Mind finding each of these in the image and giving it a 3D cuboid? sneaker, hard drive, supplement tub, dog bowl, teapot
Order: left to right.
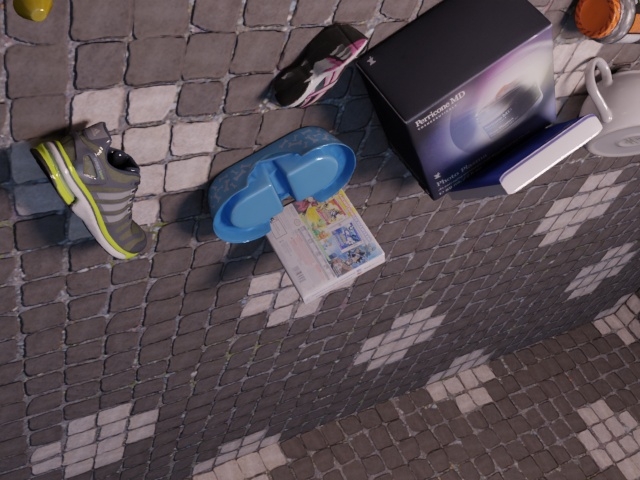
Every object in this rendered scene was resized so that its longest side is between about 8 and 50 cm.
[{"bbox_3d":[-0.333,-0.071,1.167,0.121,0.111,0.300,-33,152,-8],"label":"sneaker"},{"bbox_3d":[-0.079,-0.110,1.375,0.297,0.074,0.166,-29,150,-4],"label":"dog bowl"},{"bbox_3d":[0.006,-0.286,1.216,0.178,0.071,0.077,-34,163,19],"label":"sneaker"},{"bbox_3d":[0.381,-0.154,1.426,0.210,0.040,0.319,-35,-175,-5],"label":"hard drive"},{"bbox_3d":[0.606,-0.453,1.462,0.191,0.117,0.117,-9,143,-33],"label":"supplement tub"},{"bbox_3d":[0.718,-0.318,1.710,0.253,0.186,0.256,-4,166,3],"label":"teapot"}]

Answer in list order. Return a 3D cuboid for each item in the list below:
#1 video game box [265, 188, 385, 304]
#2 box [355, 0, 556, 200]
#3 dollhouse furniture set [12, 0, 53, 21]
[{"bbox_3d":[0.000,0.000,1.480,0.187,0.205,0.048,-29,154,-5],"label":"video game box"},{"bbox_3d":[0.260,-0.271,1.346,0.296,0.182,0.294,-34,149,2],"label":"box"},{"bbox_3d":[-0.189,-0.358,0.783,0.287,0.198,0.303,-13,145,-29],"label":"dollhouse furniture set"}]
